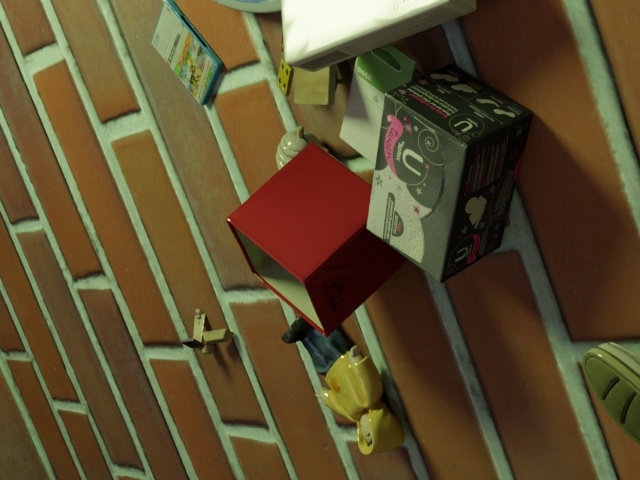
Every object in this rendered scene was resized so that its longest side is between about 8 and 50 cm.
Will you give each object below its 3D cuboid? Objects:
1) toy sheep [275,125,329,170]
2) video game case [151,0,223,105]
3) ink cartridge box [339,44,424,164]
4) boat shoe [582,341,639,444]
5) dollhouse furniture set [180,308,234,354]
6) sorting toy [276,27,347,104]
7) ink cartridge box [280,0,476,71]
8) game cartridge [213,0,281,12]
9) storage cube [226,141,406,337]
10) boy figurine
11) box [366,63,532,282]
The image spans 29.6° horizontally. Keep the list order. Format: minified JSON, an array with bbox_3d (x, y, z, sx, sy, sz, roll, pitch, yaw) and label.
[{"bbox_3d":[-0.031,-0.140,2.011,0.091,0.091,0.132,40,143,29],"label":"toy sheep"},{"bbox_3d":[-0.245,-0.343,2.209,0.166,0.015,0.119,52,143,15],"label":"video game case"},{"bbox_3d":[0.102,-0.215,1.807,0.109,0.062,0.209,41,140,28],"label":"ink cartridge box"},{"bbox_3d":[0.482,0.231,1.585,0.302,0.103,0.113,42,153,25],"label":"boat shoe"},{"bbox_3d":[-0.218,0.183,2.535,0.114,0.091,0.081,-11,62,32],"label":"dollhouse furniture set"},{"bbox_3d":[0.003,-0.275,1.865,0.274,0.046,0.132,-165,76,-65],"label":"sorting toy"},{"bbox_3d":[0.066,-0.400,1.669,0.296,0.066,0.261,-14,76,40],"label":"ink cartridge box"},{"bbox_3d":[-0.111,-0.463,1.925,0.297,0.062,0.198,16,121,46],"label":"game cartridge"},{"bbox_3d":[0.000,0.000,1.922,0.215,0.193,0.183,38,163,30],"label":"storage cube"},{"bbox_3d":[0.045,0.263,2.181,0.285,0.092,0.177,58,143,12],"label":"boy figurine"},{"bbox_3d":[0.175,-0.095,1.725,0.163,0.142,0.247,37,138,31],"label":"box"}]
